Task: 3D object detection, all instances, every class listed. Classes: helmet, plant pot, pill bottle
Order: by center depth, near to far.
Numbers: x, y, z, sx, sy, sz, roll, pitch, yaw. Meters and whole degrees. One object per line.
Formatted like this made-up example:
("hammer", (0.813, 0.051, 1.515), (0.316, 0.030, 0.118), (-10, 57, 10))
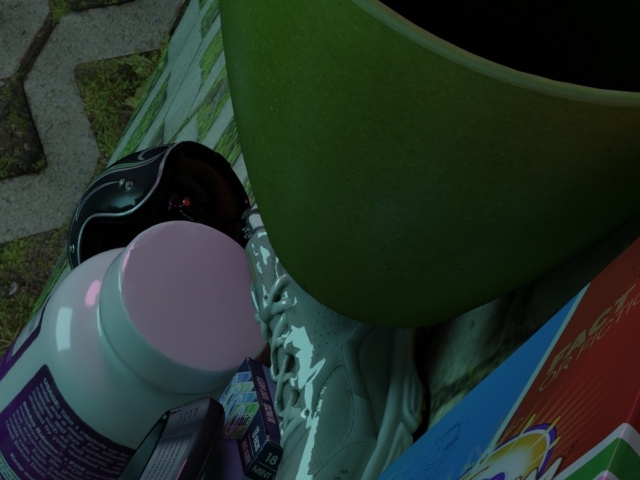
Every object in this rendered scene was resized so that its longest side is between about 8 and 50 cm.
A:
("plant pot", (0.064, -0.089, 0.744), (0.293, 0.274, 0.275), (113, 179, -56))
("pill bottle", (-0.158, 0.109, 1.249), (0.301, 0.169, 0.169), (-44, 20, 49))
("helmet", (-0.163, -0.006, 1.528), (0.161, 0.169, 0.169), (-31, 27, 32))

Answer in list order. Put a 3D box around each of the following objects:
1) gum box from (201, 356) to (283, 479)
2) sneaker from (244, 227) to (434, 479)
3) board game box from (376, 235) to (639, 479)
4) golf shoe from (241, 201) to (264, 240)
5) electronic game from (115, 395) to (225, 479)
("gum box", (-0.075, 0.186, 1.051), (0.184, 0.041, 0.157), (-58, 14, 9))
("sneaker", (-0.002, 0.058, 0.890), (0.099, 0.121, 0.262), (-44, 21, 51))
("board game box", (0.049, 0.129, 0.500), (0.242, 0.064, 0.316), (-49, 1, 38))
("golf shoe", (0.000, 0.000, 1.142), (0.094, 0.077, 0.198), (-46, 22, 9))
("electronic game", (-0.127, 0.200, 1.008), (0.229, 0.048, 0.229), (-57, 5, 8))
